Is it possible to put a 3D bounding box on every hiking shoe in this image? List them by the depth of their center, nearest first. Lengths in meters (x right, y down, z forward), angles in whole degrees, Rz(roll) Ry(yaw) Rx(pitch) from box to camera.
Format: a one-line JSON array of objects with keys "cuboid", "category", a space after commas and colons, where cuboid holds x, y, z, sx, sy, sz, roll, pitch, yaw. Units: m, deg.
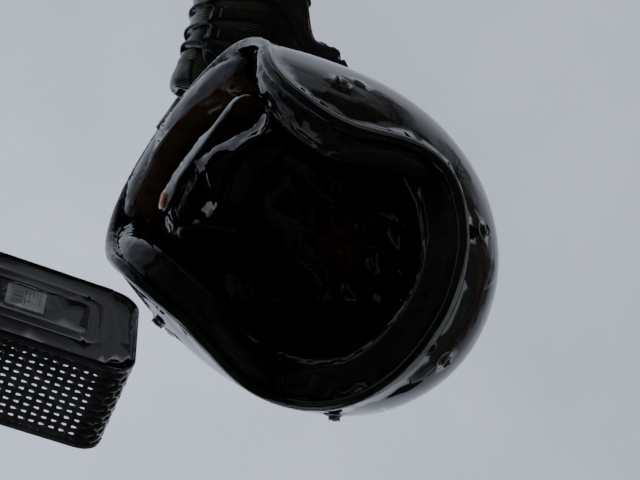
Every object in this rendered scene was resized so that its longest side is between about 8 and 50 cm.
[{"cuboid": [-0.064, -0.153, 1.056, 0.114, 0.086, 0.227, -27, -95, -28], "category": "hiking shoe"}]

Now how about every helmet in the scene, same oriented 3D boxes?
[{"cuboid": [0.000, 0.000, 0.677, 0.161, 0.169, 0.169, 34, -119, -20], "category": "helmet"}]

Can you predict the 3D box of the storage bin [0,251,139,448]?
[{"cuboid": [-0.245, 0.080, 1.180, 0.180, 0.084, 0.122, 21, -156, -14], "category": "storage bin"}]
